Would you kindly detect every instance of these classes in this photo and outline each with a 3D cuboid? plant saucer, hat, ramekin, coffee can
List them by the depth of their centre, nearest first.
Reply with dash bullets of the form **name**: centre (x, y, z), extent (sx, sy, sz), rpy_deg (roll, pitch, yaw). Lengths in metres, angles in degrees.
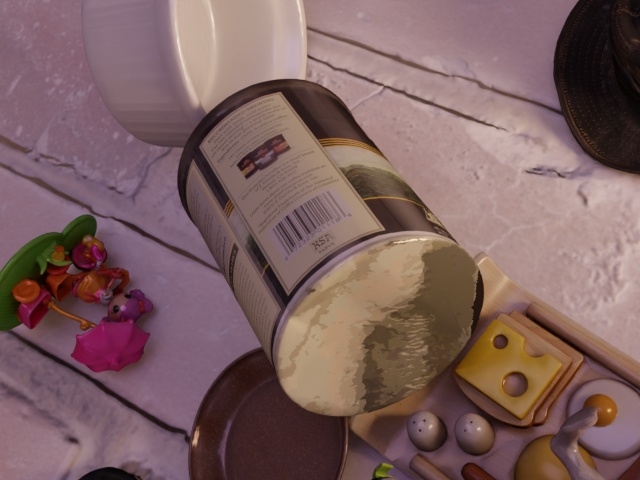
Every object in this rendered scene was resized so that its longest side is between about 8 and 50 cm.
- **coffee can**: centre (0.000, 0.000, 0.985), extent (0.201, 0.201, 0.275), rpy_deg (-35, 45, 1)
- **plant saucer**: centre (-0.046, 0.203, 1.020), extent (0.198, 0.036, 0.199), rpy_deg (-16, 63, 33)
- **hat**: centre (0.392, -0.210, 1.024), extent (0.331, 0.134, 0.332), rpy_deg (-8, 64, 16)
- **ramekin**: centre (-0.136, -0.230, 1.139), extent (0.135, 0.277, 0.277), rpy_deg (0, 67, 26)

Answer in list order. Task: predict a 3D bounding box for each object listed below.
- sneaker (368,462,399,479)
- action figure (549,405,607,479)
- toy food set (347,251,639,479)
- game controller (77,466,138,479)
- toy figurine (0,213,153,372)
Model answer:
- **sneaker**: centre (0.046, 0.325, 0.947), extent (0.097, 0.084, 0.235), rpy_deg (5, 77, 67)
- **action figure**: centre (0.268, 0.287, 0.797), extent (0.330, 0.178, 0.341), rpy_deg (47, 54, -3)
- **toy food set**: centre (0.203, 0.171, 0.940), extent (0.306, 0.092, 0.220), rpy_deg (35, 82, 28)
- **game controller**: centre (-0.168, 0.363, 1.010), extent (0.319, 0.067, 0.166), rpy_deg (35, 67, 28)
- **toy figurine**: centre (-0.252, 0.072, 1.149), extent (0.159, 0.130, 0.173), rpy_deg (33, 55, 14)
